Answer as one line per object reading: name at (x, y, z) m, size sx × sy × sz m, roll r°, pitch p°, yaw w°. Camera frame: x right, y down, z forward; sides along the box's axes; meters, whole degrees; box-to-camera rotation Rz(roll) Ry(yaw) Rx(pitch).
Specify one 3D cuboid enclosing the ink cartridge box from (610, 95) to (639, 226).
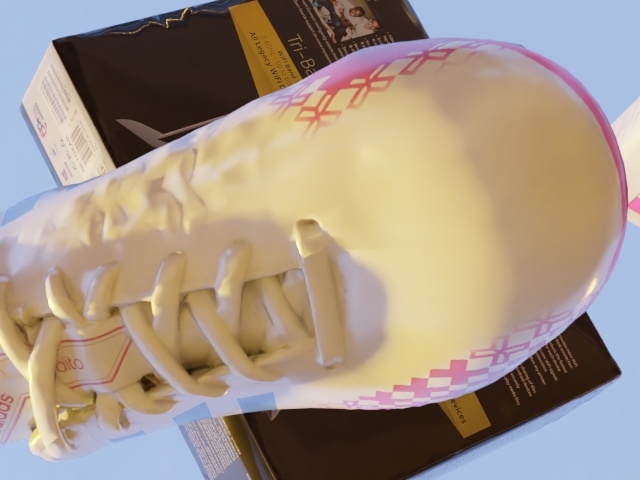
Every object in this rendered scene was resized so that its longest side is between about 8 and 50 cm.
ink cartridge box at (0.334, -0.029, 1.034) m, size 0.275 × 0.239 × 0.060 m, roll 29°, pitch -113°, yaw -2°

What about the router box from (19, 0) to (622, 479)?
router box at (0.000, 0.000, 0.966) m, size 0.243 × 0.081 × 0.309 m, roll -19°, pitch -106°, yaw -32°

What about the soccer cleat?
soccer cleat at (-0.046, 0.026, 0.549) m, size 0.143 × 0.331 × 0.116 m, roll -29°, pitch -82°, yaw -38°
